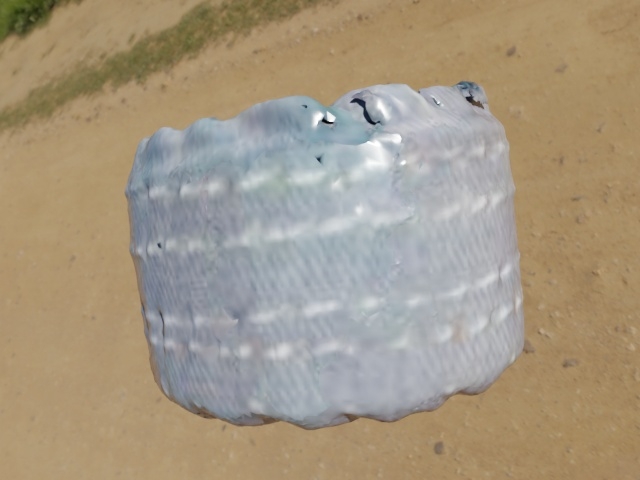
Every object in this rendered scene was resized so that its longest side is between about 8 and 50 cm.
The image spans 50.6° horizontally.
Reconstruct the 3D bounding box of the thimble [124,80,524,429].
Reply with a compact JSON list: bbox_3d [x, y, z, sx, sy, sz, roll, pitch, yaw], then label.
[{"bbox_3d":[0.000,0.000,0.413,0.236,0.205,0.172,-5,95,38],"label":"thimble"}]
